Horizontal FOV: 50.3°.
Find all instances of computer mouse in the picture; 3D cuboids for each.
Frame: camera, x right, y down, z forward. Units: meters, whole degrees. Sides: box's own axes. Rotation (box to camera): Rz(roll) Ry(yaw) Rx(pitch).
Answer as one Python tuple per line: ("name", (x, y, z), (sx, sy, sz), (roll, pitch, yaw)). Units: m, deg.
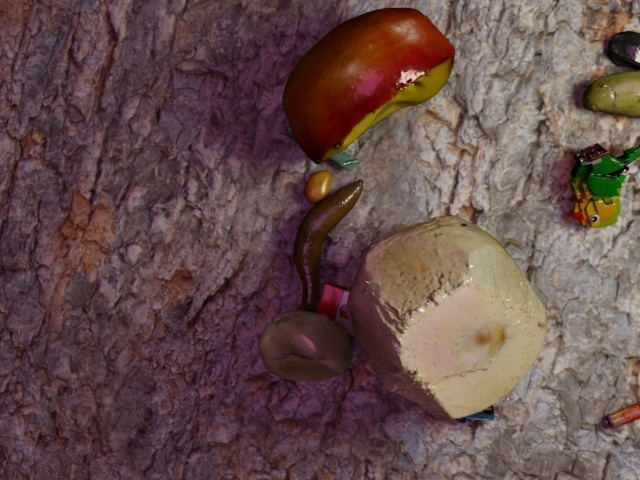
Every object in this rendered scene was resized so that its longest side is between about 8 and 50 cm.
("computer mouse", (0.679, -0.403, 1.448), (0.135, 0.047, 0.079), (22, 99, 10))

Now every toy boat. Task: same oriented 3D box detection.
("toy boat", (0.333, 0.393, 1.579), (0.137, 0.060, 0.060), (9, 120, 8))

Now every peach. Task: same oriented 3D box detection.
("peach", (0.088, -0.353, 1.470), (0.381, 0.306, 0.242), (-29, 91, 10))

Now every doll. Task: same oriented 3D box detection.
("doll", (0.600, -0.117, 1.455), (0.135, 0.106, 0.186), (5, 112, 1))

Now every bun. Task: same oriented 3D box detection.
("bun", (-0.036, 0.242, 1.602), (0.230, 0.229, 0.145), (-6, 62, 15))

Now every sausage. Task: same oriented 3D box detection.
("sausage", (0.687, 0.379, 1.499), (0.130, 0.034, 0.034), (-24, 87, 14))

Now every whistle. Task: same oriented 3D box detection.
("whistle", (0.002, -0.223, 1.635), (0.186, 0.039, 0.039), (31, 100, 11))

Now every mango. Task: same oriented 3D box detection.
("mango", (-0.004, -0.130, 1.640), (0.060, 0.046, 0.089), (35, 88, 9))

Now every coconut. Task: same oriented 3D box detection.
("coconut", (0.246, 0.138, 1.442), (0.405, 0.404, 0.404), (1, 94, 14))

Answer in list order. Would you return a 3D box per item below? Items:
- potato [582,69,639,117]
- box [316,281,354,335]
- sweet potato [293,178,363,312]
("potato", (0.654, -0.309, 1.443), (0.188, 0.085, 0.105), (1, 115, 17))
("box", (0.071, 0.171, 1.638), (0.152, 0.048, 0.100), (19, 96, 15))
("sweet potato", (-0.007, 0.001, 1.625), (0.109, 0.079, 0.345), (22, 94, 23))
